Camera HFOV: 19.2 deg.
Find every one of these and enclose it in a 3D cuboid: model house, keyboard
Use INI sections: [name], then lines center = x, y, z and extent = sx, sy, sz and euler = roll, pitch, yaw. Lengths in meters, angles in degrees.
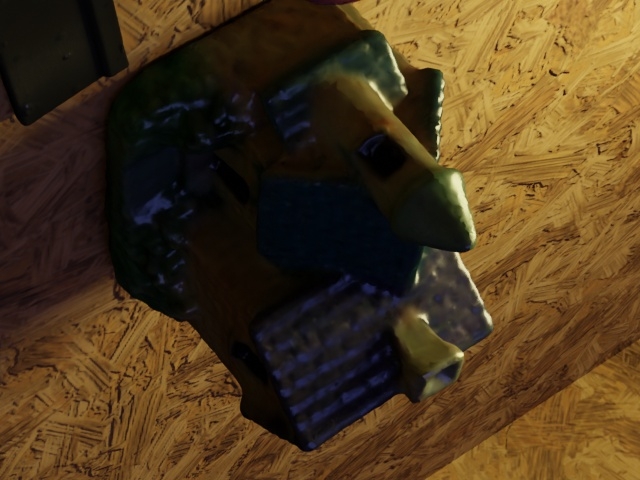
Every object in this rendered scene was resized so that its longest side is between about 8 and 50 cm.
[model house]
center = 0.000, 0.000, 1.521
extent = 0.245, 0.280, 0.312
euler = -30, 156, -23
[keyboard]
center = -0.181, -0.175, 1.235
extent = 0.101, 0.018, 0.309
euler = -33, 158, -12

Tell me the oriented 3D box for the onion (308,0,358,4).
[onion]
center = 0.047, -0.224, 1.348
extent = 0.150, 0.140, 0.150
euler = -46, 155, -28
